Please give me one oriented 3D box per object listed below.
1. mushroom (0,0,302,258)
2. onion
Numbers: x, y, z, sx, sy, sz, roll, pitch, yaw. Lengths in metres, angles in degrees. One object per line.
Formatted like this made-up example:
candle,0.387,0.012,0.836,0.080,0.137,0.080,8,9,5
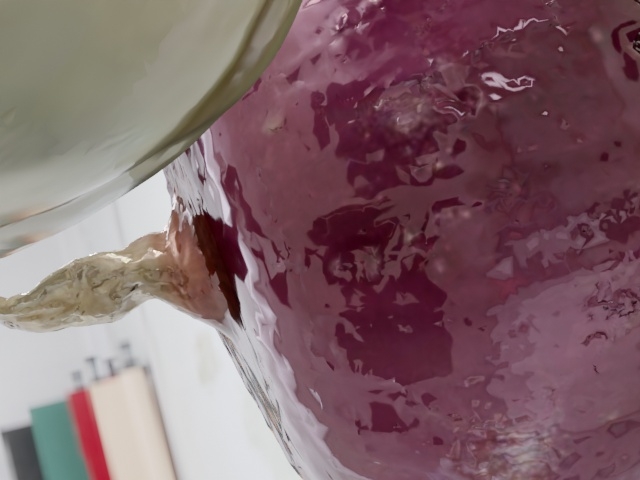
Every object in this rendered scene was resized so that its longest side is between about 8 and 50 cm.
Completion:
mushroom,-0.141,-0.159,0.392,0.314,0.314,0.336,-9,-115,66
onion,0.040,-0.002,0.774,0.358,0.345,0.358,44,0,0
